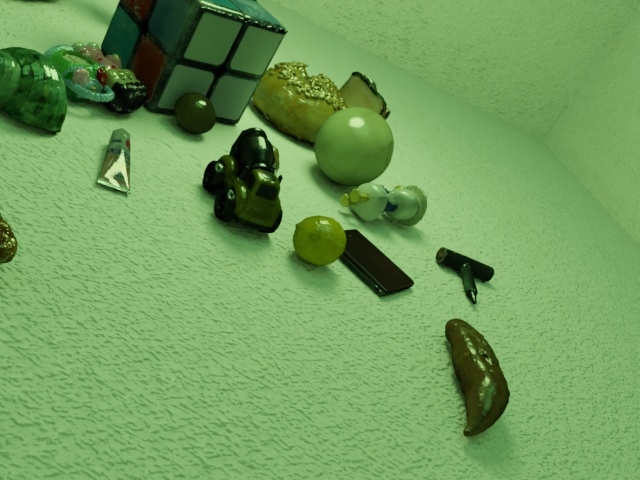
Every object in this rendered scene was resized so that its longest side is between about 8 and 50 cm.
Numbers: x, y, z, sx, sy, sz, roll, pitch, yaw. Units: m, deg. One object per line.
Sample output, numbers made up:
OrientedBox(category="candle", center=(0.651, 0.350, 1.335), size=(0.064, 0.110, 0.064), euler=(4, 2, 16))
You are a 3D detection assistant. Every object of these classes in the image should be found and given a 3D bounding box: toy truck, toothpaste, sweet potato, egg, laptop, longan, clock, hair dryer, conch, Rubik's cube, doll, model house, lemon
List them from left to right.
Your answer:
OrientedBox(category="conch", center=(-0.595, -0.306, 1.384), size=(0.188, 0.122, 0.176), euler=(9, 58, -33))
OrientedBox(category="clock", center=(-0.514, -0.367, 1.612), size=(0.195, 0.100, 0.194), euler=(36, 29, 15))
OrientedBox(category="toothpaste", center=(-0.412, -0.162, 1.420), size=(0.067, 0.043, 0.194), euler=(22, 32, -27))
OrientedBox(category="Rubik's cube", center=(-0.337, -0.527, 1.846), size=(0.316, 0.313, 0.318), euler=(0, 41, -48))
OrientedBox(category="longan", center=(-0.307, -0.317, 1.746), size=(0.106, 0.106, 0.119), euler=(37, 28, 12))
OrientedBox(category="toy truck", center=(-0.147, -0.131, 1.506), size=(0.147, 0.165, 0.224), euler=(16, 29, -30))
OrientedBox(category="lemon", center=(0.000, 0.000, 1.500), size=(0.133, 0.109, 0.109), euler=(24, 25, -29))
OrientedBox(category="egg", center=(0.095, -0.262, 1.958), size=(0.219, 0.219, 0.269), euler=(36, 37, 10))
OrientedBox(category="model house", center=(0.163, -0.501, 2.550), size=(0.183, 0.166, 0.172), euler=(48, 24, 7))
OrientedBox(category="laptop", center=(0.112, 0.049, 1.637), size=(0.207, 0.026, 0.154), euler=(44, 26, 22))
OrientedBox(category="doll", center=(0.183, -0.102, 1.885), size=(0.293, 0.138, 0.119), euler=(5, 76, -39))
OrientedBox(category="hair dryer", center=(0.402, 0.110, 1.831), size=(0.173, 0.050, 0.195), euler=(18, 32, -24))
OrientedBox(category="sweet potato", center=(0.315, 0.264, 1.391), size=(0.106, 0.095, 0.354), euler=(2, 28, 2))

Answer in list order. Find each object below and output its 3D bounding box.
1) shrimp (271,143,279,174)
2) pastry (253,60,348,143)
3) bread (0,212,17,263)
OrientedBox(category="shrimp", center=(-0.147, -0.218, 1.812), size=(0.099, 0.041, 0.180), euler=(18, 29, -24))
OrientedBox(category="pastry", center=(-0.046, -0.430, 2.145), size=(0.316, 0.184, 0.284), euler=(33, 26, 2))
OrientedBox(category="bread", center=(-0.514, -0.026, 1.009), size=(0.233, 0.076, 0.105), euler=(39, 13, 31))
